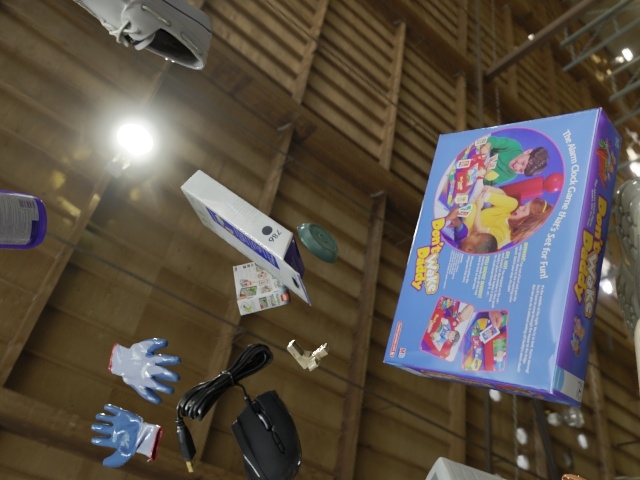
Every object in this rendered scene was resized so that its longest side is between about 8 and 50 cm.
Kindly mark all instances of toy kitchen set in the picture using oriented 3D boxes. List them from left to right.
[{"bbox_3d":[-0.034,0.284,1.457,0.075,0.083,0.068,50,-157,-6],"label":"toy kitchen set"}]

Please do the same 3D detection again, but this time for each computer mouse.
[{"bbox_3d":[-0.107,0.301,0.840,0.184,0.060,0.262,-27,-65,-38],"label":"computer mouse"}]

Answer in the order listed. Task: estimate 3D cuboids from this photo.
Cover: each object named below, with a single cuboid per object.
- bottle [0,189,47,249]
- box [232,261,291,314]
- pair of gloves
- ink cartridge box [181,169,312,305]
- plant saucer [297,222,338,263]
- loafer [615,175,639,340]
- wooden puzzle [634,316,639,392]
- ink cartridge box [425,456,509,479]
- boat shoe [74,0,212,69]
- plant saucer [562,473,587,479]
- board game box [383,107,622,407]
[{"bbox_3d":[-0.637,-0.042,1.065,0.283,0.092,0.118,5,-96,-78],"label":"bottle"},{"bbox_3d":[-0.137,0.098,1.303,0.114,0.207,0.036,-13,-70,-6],"label":"box"},{"bbox_3d":[-0.281,0.245,0.864,0.023,0.159,0.198,25,-110,-52],"label":"pair of gloves"},{"bbox_3d":[-0.135,-0.006,1.183,0.333,0.165,0.065,36,-108,22],"label":"ink cartridge box"},{"bbox_3d":[0.000,0.000,1.305,0.119,0.021,0.119,35,-155,-19],"label":"plant saucer"},{"bbox_3d":[0.501,0.042,0.835,0.112,0.111,0.319,-88,-18,-51],"label":"loafer"},{"bbox_3d":[0.351,0.178,0.418,0.221,0.044,0.238,8,-116,8],"label":"wooden puzzle"},{"bbox_3d":[0.356,0.487,0.812,0.385,0.091,0.308,22,-169,-6],"label":"ink cartridge box"},{"bbox_3d":[-0.271,-0.326,0.842,0.267,0.096,0.088,11,-103,-57],"label":"boat shoe"},{"bbox_3d":[0.526,0.493,1.142,0.083,0.083,0.013,44,-114,-15],"label":"plant saucer"},{"bbox_3d":[0.233,0.015,0.742,0.078,0.233,0.347,30,-110,-39],"label":"board game box"}]
